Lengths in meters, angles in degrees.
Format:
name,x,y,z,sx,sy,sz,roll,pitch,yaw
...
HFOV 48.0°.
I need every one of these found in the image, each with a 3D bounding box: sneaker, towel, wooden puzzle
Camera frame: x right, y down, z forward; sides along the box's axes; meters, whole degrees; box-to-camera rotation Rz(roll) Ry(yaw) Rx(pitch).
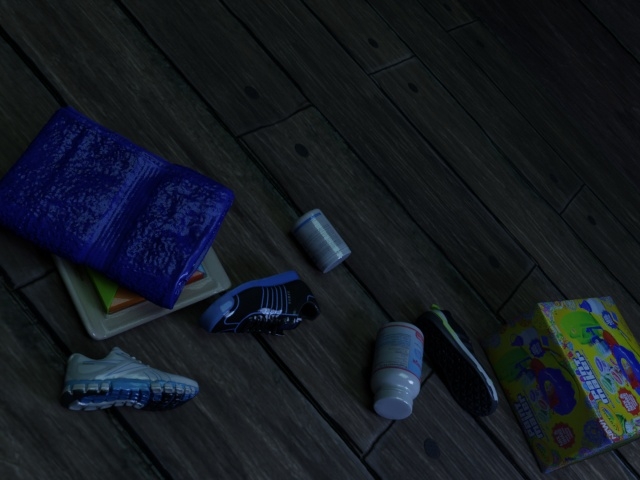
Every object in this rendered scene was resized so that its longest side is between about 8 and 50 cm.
name,x,y,z,sx,sy,sz,roll,pitch,yaw
sneaker,0.279,0.222,1.392,0.097,0.084,0.235,-15,68,-47
towel,-0.301,-0.060,1.061,0.308,0.076,0.228,26,56,-4
sneaker,-0.257,0.185,0.988,0.190,0.071,0.083,12,44,-33
wooden puzzle,-0.279,0.014,1.094,0.238,0.044,0.221,-20,70,-32
sneaker,-0.090,0.117,1.172,0.232,0.081,0.090,-19,64,-48

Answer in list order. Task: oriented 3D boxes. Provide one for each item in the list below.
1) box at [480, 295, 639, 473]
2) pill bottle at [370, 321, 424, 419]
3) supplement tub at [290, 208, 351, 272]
name,x,y,z,sx,sy,sz,roll,pitch,yaw
box,0.531,0.287,1.480,0.279,0.177,0.290,-1,58,-39
pill bottle,0.134,0.228,1.263,0.087,0.087,0.160,30,43,-17
supplement tub,0.000,0.000,1.353,0.071,0.071,0.107,-25,75,-48
